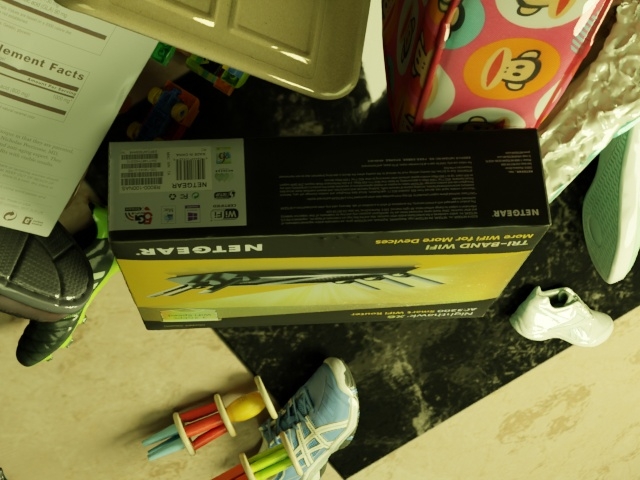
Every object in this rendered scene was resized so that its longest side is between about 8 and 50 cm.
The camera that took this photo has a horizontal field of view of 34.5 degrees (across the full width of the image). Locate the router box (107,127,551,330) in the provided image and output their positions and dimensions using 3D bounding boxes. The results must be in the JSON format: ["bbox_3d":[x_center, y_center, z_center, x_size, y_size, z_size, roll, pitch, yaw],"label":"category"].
[{"bbox_3d":[0.000,0.000,0.824,0.309,0.081,0.243,-2,161,-3],"label":"router box"}]

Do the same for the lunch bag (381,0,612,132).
[{"bbox_3d":[0.119,-0.231,0.747,0.120,0.258,0.293,1,148,-12],"label":"lunch bag"}]

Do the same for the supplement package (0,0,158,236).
[{"bbox_3d":[-0.213,-0.148,0.730,0.134,0.139,0.244,16,118,-38],"label":"supplement package"}]

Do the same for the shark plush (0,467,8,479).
[{"bbox_3d":[-0.344,0.317,1.141,0.067,0.073,0.161,4,139,10],"label":"shark plush"}]

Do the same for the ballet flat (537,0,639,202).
[{"bbox_3d":[0.196,-0.104,1.001,0.409,0.147,0.147,-44,133,11],"label":"ballet flat"}]

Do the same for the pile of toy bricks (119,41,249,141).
[{"bbox_3d":[-0.092,-0.155,0.827,0.212,0.118,0.105,-57,159,5],"label":"pile of toy bricks"}]

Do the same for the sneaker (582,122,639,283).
[{"bbox_3d":[0.377,-0.062,1.121,0.151,0.094,0.255,-9,130,-11],"label":"sneaker"}]

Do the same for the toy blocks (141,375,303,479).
[{"bbox_3d":[-0.110,0.234,1.135,0.148,0.123,0.054,-24,164,-5],"label":"toy blocks"}]

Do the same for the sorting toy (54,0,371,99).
[{"bbox_3d":[-0.050,-0.266,0.676,0.229,0.041,0.307,13,84,-39],"label":"sorting toy"}]

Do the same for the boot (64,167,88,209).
[{"bbox_3d":[-0.253,-0.050,0.870,0.087,0.042,0.118,21,110,-28],"label":"boot"}]

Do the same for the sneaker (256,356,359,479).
[{"bbox_3d":[-0.021,0.221,1.192,0.081,0.080,0.211,2,126,-32],"label":"sneaker"}]

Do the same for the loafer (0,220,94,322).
[{"bbox_3d":[-0.324,-0.019,0.807,0.303,0.109,0.095,34,127,-24],"label":"loafer"}]

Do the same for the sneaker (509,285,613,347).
[{"bbox_3d":[0.305,0.092,1.257,0.152,0.053,0.061,7,122,-30],"label":"sneaker"}]

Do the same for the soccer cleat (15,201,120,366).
[{"bbox_3d":[-0.236,0.039,0.949,0.072,0.060,0.179,33,103,-32],"label":"soccer cleat"}]
